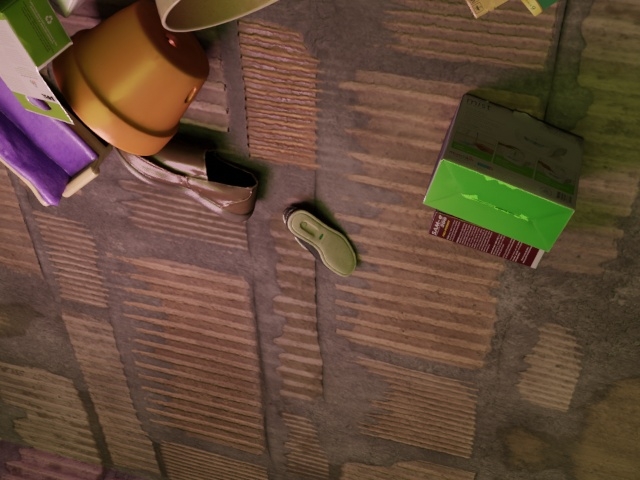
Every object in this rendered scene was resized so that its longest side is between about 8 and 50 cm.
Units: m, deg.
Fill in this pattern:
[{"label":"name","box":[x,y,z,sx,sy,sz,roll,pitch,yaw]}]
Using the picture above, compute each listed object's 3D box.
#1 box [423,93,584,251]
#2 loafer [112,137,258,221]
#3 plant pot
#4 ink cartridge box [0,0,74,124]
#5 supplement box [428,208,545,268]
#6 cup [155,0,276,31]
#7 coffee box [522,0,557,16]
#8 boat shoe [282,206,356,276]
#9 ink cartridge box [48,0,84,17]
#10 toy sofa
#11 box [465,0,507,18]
[{"label":"box","box":[0.359,-0.138,1.635,0.262,0.231,0.127,21,135,2]},{"label":"loafer","box":[-0.298,-0.181,1.951,0.366,0.134,0.130,25,132,-15]},{"label":"plant pot","box":[-0.366,-0.348,1.723,0.203,0.291,0.291,-36,112,25]},{"label":"ink cartridge box","box":[-0.555,-0.360,1.609,0.189,0.097,0.255,18,147,38]},{"label":"supplement box","box":[0.363,-0.041,1.797,0.239,0.130,0.073,17,136,5]},{"label":"cup","box":[-0.167,-0.540,1.453,0.331,0.331,0.237,-22,93,36]},{"label":"coffee box","box":[0.407,-0.478,1.434,0.113,0.040,0.184,44,132,-19]},{"label":"boat shoe","box":[0.000,0.000,2.038,0.233,0.084,0.079,42,171,-27]},{"label":"ink cartridge box","box":[-0.410,-0.591,1.532,0.131,0.226,0.306,35,134,-11]},{"label":"toy sofa","box":[-0.682,-0.265,1.982,0.150,0.177,0.362,-27,116,38]},{"label":"box","box":[0.286,-0.504,1.434,0.164,0.021,0.201,-23,104,38]}]
